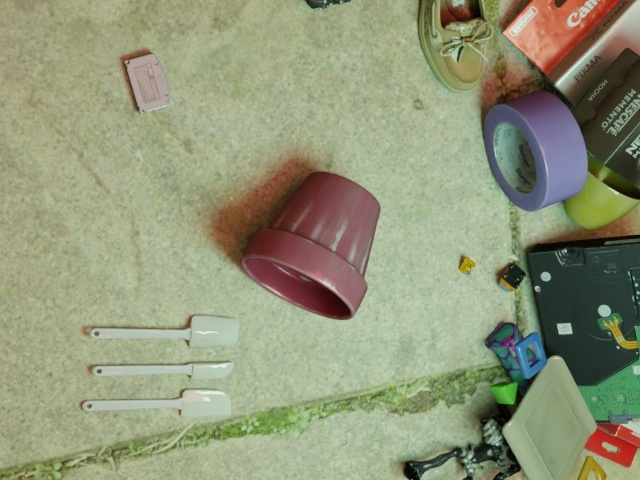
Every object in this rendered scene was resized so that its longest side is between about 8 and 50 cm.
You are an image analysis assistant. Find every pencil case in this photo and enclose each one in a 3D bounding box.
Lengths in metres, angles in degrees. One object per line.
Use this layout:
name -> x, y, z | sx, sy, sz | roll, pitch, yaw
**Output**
pencil case -> 0.357, 0.220, 1.830 | 0.065, 0.070, 0.151 | -33, 111, 10

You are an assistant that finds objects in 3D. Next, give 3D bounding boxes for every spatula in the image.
spatula -> -0.251, 0.200, 1.633 | 0.242, 0.019, 0.168 | 3, 104, -20

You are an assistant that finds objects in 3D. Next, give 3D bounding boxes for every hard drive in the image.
hard drive -> 0.514, 0.160, 1.808 | 0.064, 0.237, 0.338 | -36, 115, -57

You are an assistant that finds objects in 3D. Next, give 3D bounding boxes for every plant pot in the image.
plant pot -> 0.000, 0.000, 1.607 | 0.201, 0.201, 0.180 | 33, 71, -22
plant pot -> 0.484, -0.076, 1.809 | 0.134, 0.134, 0.095 | 20, 118, -22

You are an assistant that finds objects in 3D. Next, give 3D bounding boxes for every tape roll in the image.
tape roll -> 0.354, -0.148, 1.704 | 0.080, 0.189, 0.188 | -21, 106, -17

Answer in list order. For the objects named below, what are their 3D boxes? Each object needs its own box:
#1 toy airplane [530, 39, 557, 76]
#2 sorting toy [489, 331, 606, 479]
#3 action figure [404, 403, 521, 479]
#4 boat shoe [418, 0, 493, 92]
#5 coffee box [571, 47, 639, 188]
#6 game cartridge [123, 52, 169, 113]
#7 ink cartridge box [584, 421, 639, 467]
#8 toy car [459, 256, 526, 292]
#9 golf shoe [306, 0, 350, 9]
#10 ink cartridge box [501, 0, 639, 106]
toy airplane -> 0.423, -0.336, 1.784 | 0.151, 0.028, 0.151 | -4, 102, -21
sorting toy -> 0.391, 0.327, 1.780 | 0.196, 0.047, 0.347 | -45, 113, -36
action figure -> 0.295, 0.385, 1.802 | 0.276, 0.141, 0.164 | -24, 95, -14
boat shoe -> 0.216, -0.378, 1.667 | 0.105, 0.089, 0.285 | -20, 106, -17
coffee box -> 0.558, -0.178, 1.730 | 0.297, 0.119, 0.168 | 20, 115, -46
game cartridge -> -0.260, -0.238, 1.554 | 0.056, 0.017, 0.083 | -18, 105, -13
ink cartridge box -> 0.606, 0.317, 1.936 | 0.134, 0.078, 0.231 | 26, 88, -23
toy car -> 0.301, 0.055, 1.812 | 0.122, 0.060, 0.040 | 26, 134, -6
golf shoe -> 0.063, -0.428, 1.609 | 0.198, 0.077, 0.093 | -20, 105, -17
ink cartridge box -> 0.483, -0.363, 1.714 | 0.239, 0.060, 0.275 | 38, 105, -21
